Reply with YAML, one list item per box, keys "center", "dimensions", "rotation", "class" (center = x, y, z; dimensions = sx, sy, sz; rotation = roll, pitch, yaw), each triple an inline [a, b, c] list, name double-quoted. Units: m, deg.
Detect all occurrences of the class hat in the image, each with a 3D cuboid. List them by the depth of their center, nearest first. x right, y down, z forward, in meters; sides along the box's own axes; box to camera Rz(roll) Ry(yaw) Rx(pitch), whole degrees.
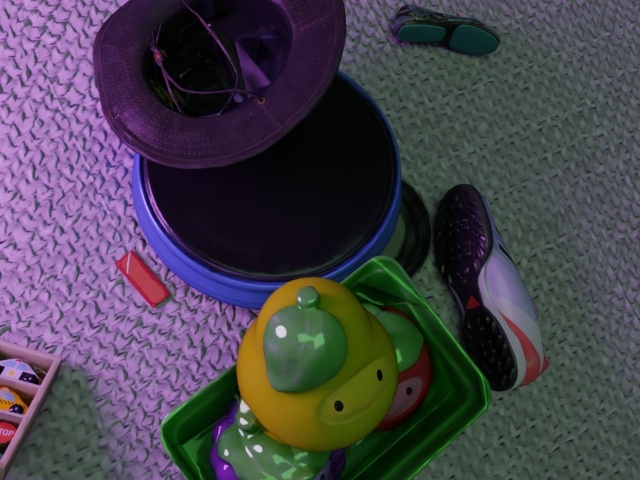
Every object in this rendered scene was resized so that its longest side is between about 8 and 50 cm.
- center: [-0.117, -0.224, 0.845]
  dimensions: [0.332, 0.134, 0.330]
  rotation: [-3, 74, 9]
  class: "hat"

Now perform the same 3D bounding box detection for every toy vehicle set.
- center: [-0.469, 0.172, 0.759]
  dimensions: [0.267, 0.035, 0.165]
  rotation: [18, 35, -10]
  class: "toy vehicle set"

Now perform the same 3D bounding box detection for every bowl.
- center: [-0.070, -0.098, 0.918]
  dimensions: [0.392, 0.077, 0.390]
  rotation: [2, 72, -7]
  class: "bowl"

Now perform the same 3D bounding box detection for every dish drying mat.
- center: [-0.249, 0.054, 0.906]
  dimensions: [0.032, 0.008, 0.083]
  rotation: [-41, 90, -20]
  class: "dish drying mat"

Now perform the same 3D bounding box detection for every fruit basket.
- center: [0.013, 0.186, 0.758]
  dimensions: [0.392, 0.392, 0.282]
  rotation: [-36, 88, -19]
  class: "fruit basket"

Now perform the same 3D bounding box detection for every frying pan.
- center: [0.020, 0.022, 0.958]
  dimensions: [0.326, 0.053, 0.197]
  rotation: [-37, 85, -13]
  class: "frying pan"

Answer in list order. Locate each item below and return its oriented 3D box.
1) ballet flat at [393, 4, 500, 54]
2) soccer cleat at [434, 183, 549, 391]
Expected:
- center: [0.214, -0.362, 1.090]
  dimensions: [0.189, 0.070, 0.070]
  rotation: [6, 76, -16]
  class: "ballet flat"
- center: [0.264, 0.066, 0.996]
  dimensions: [0.117, 0.109, 0.317]
  rotation: [-4, 75, -38]
  class: "soccer cleat"
